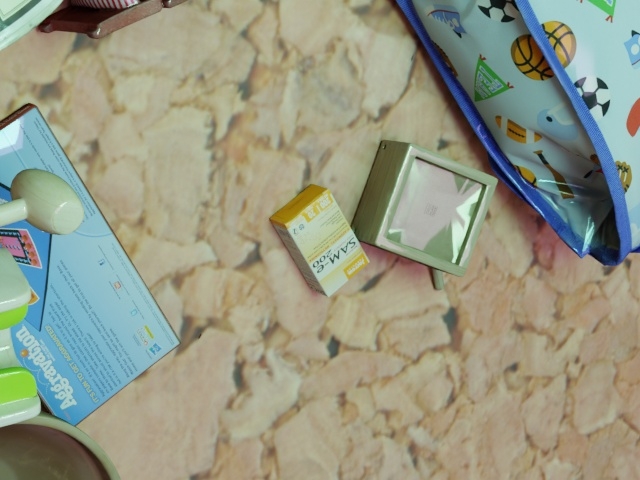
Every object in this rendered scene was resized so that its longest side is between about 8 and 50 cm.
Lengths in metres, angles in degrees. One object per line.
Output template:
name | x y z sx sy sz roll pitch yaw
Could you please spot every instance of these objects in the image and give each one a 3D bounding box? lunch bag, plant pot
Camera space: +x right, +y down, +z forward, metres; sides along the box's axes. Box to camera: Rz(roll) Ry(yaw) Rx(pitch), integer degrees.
lunch bag | 0.308 -0.212 1.513 0.328 0.239 0.385 -44 113 -18
plant pot | -0.303 0.257 1.308 0.237 0.109 0.237 -7 104 -30

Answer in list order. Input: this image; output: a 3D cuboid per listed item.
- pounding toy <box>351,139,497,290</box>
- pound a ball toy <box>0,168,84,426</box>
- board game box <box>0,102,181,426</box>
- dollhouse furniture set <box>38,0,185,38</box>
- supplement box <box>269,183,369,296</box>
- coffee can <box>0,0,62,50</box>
pounding toy | 0.112 -0.021 1.525 0.141 0.100 0.130 20 89 -23
pound a ball toy | -0.361 0.055 1.193 0.319 0.136 0.208 -13 121 -24
board game box | -0.254 0.029 1.338 0.145 0.027 0.281 -38 118 -20
dollhouse furniture set | -0.115 -0.280 1.152 0.152 0.374 0.201 -29 113 -29
supplement box | 0.000 0.000 1.483 0.062 0.036 0.098 -40 119 -18
coffee can | -0.346 -0.271 1.108 0.201 0.201 0.275 -37 118 -20
